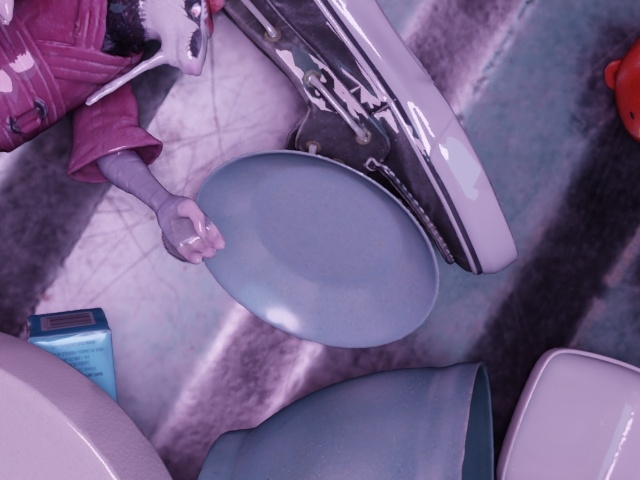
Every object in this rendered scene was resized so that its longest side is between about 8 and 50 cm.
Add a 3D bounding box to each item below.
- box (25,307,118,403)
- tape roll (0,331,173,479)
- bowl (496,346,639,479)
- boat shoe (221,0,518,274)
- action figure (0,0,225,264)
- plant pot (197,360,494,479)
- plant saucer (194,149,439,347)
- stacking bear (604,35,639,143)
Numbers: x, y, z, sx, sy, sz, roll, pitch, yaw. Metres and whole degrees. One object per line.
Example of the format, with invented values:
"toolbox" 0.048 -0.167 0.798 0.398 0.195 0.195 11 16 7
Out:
"box" -0.176 0.179 0.898 0.060 0.100 0.244 -6 98 -13
"tape roll" -0.267 0.247 0.816 0.392 0.072 0.391 2 96 15
"bowl" 0.220 0.164 1.015 0.142 0.053 0.142 20 91 -14
"boat shoe" 0.022 -0.101 0.919 0.119 0.121 0.335 -35 92 1
"action figure" -0.224 -0.099 0.816 0.370 0.276 0.248 -30 128 -18
"plant pot" 0.017 0.230 0.880 0.196 0.293 0.293 1 97 13
"plant saucer" 0.000 0.000 0.906 0.195 0.195 0.037 41 46 -14
"stacking bear" 0.361 -0.067 0.974 0.289 0.175 0.164 39 60 -4
